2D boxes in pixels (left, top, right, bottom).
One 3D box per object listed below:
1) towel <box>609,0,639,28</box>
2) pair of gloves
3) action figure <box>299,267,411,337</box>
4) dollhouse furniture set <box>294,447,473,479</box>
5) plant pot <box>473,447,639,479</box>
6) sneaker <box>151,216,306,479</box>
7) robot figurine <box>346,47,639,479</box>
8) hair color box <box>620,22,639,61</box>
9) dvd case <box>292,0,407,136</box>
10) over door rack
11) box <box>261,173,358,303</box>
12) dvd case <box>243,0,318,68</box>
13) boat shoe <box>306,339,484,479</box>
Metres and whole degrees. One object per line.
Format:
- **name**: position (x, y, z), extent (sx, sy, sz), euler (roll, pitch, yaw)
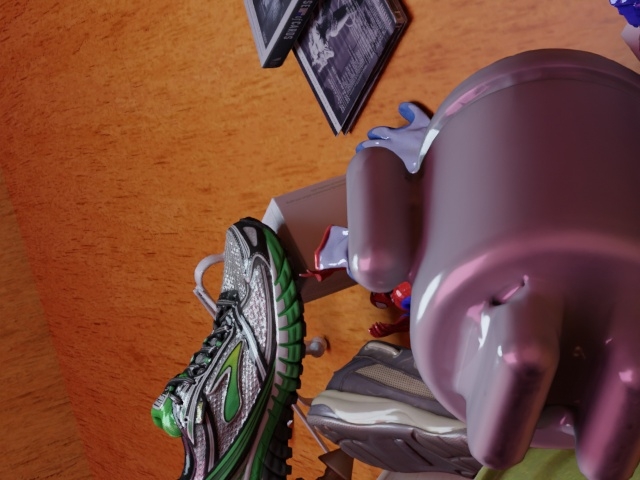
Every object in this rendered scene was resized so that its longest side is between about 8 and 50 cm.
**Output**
- **towel**: position (0.276, -0.228, 0.853), extent (0.308, 0.076, 0.228), euler (3, 111, 52)
- **pair of gloves**: position (0.065, -0.047, 1.437), extent (0.159, 0.023, 0.198), euler (-2, 63, 54)
- **action figure**: position (0.082, 0.039, 1.463), extent (0.091, 0.139, 0.280), euler (71, 159, 6)
- **dollhouse furniture set**: position (0.146, 0.322, 1.624), extent (0.303, 0.174, 0.355), euler (36, 172, 21)
- **plant pot**: position (0.276, 0.248, 1.077), extent (0.254, 0.276, 0.276), euler (-23, 85, 54)
- **sneaker**: position (-0.096, 0.145, 1.565), extent (0.134, 0.146, 0.344), euler (176, 100, -79)
- **robot figurine**: position (0.163, 0.001, 1.045), extent (0.353, 0.299, 0.200), euler (-82, 6, -50)
- **hair color box**: position (0.282, -0.113, 1.018), extent (0.167, 0.053, 0.093), euler (59, 153, 23)
- **dvd case**: position (0.017, -0.229, 1.548), extent (0.165, 0.018, 0.221), euler (64, 155, 18)
- **over door rack**: position (-0.029, 0.181, 1.855), extent (0.239, 0.108, 0.324), euler (44, 158, 47)
- **box**: position (0.000, 0.000, 1.643), extent (0.102, 0.101, 0.087), euler (63, 155, 18)
- **dvd case**: position (-0.042, -0.313, 1.572), extent (0.239, 0.029, 0.179), euler (128, 130, -63)
- **boat shoe**: position (0.141, 0.148, 1.381), extent (0.355, 0.130, 0.132), euler (6, 152, 40)
